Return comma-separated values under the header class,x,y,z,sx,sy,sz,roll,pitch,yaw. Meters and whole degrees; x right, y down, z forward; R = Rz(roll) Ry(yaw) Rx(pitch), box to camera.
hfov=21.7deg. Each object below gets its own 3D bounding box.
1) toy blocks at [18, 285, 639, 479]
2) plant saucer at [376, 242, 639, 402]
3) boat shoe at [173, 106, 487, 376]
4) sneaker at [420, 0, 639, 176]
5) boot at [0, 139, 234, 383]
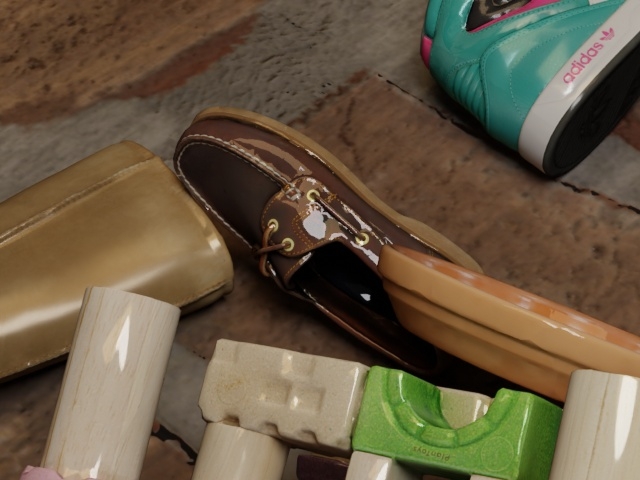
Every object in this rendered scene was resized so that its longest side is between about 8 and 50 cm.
class,x,y,z,sx,sy,sz,roll,pitch,yaw
toy blocks,0.043,0.192,0.735,0.288,0.309,0.260,7,79,28
plant saucer,0.118,0.054,0.846,0.200,0.200,0.037,24,93,26
boat shoe,0.000,0.000,0.954,0.207,0.073,0.073,31,49,7
sneaker,0.168,-0.182,1.123,0.178,0.124,0.295,34,58,21
boot,-0.224,0.009,0.999,0.269,0.089,0.236,-28,61,-20
